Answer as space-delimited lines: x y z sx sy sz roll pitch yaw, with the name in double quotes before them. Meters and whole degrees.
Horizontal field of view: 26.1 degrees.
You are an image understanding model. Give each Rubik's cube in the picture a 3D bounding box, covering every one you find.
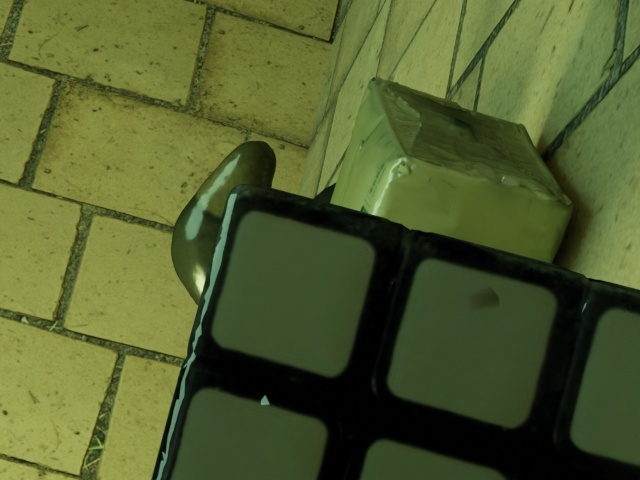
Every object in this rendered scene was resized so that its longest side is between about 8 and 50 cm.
"Rubik's cube" 0.070 0.149 0.851 0.305 0.301 0.304 22 -97 -82

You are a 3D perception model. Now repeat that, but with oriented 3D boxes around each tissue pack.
"tissue pack" 0.092 0.060 1.421 0.297 0.207 0.380 -99 25 -70

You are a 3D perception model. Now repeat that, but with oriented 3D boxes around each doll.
"doll" -0.015 0.008 1.779 0.382 0.378 0.252 -67 -6 23
